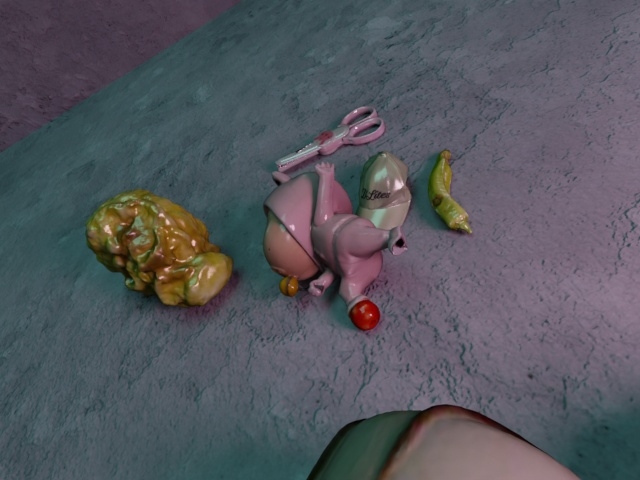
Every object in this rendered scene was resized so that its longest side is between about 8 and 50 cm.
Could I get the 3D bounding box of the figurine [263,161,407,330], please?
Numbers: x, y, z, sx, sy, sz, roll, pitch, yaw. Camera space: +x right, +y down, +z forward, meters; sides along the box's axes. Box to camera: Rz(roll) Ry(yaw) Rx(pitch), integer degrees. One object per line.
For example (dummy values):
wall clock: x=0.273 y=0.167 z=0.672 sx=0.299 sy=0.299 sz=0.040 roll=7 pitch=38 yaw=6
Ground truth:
figurine: x=0.000 y=0.000 z=0.740 sx=0.186 sy=0.176 sz=0.287 roll=-39 pitch=49 yaw=-13

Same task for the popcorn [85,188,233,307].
popcorn: x=-0.312 y=0.006 z=0.893 sx=0.286 sy=0.225 sz=0.173 roll=15 pitch=64 yaw=43

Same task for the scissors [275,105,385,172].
scissors: x=0.016 y=-0.207 z=1.030 sx=0.242 sy=0.030 sz=0.118 roll=-26 pitch=41 yaw=4

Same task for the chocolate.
chocolate: x=0.112 y=0.252 z=0.373 sx=0.284 sy=0.283 sz=0.186 roll=7 pitch=37 yaw=38

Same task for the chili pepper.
chili pepper: x=0.198 y=-0.085 z=0.786 sx=0.049 sy=0.043 sz=0.208 roll=-29 pitch=39 yaw=26

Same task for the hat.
hat: x=0.093 y=-0.084 z=0.834 sx=0.122 sy=0.081 sz=0.166 roll=8 pitch=66 yaw=41
